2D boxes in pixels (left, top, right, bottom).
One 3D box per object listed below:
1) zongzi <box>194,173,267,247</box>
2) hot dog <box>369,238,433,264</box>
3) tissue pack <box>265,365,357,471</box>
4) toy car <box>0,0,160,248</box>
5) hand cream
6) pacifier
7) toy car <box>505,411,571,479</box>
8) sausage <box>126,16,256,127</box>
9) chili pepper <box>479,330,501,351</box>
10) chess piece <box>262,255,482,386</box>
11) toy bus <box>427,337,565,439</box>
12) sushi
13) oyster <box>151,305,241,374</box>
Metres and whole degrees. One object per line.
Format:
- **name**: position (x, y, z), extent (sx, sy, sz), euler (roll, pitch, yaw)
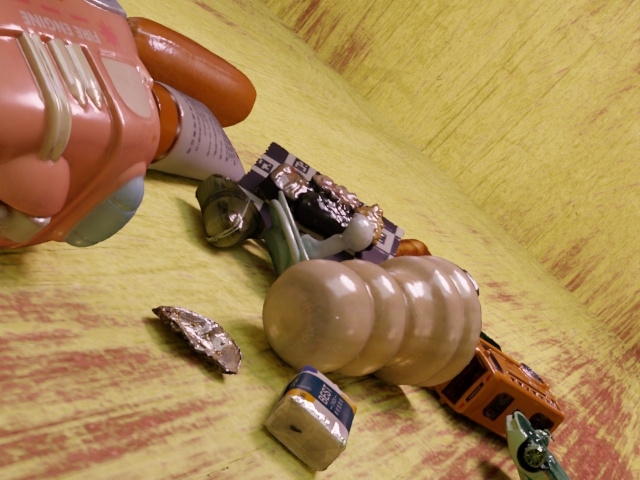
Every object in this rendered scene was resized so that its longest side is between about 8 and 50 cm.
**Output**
- **zongzi**: position (-0.083, -0.008, 1.000), extent (0.113, 0.052, 0.104), euler (48, 16, -33)
- **hot dog**: position (0.122, 0.052, 1.286), extent (0.115, 0.072, 0.269), euler (44, 15, 17)
- **tissue pack**: position (-0.005, 0.141, 0.748), extent (0.062, 0.042, 0.083), euler (44, 14, -1)
- **toy car**: position (-0.220, -0.090, 0.634), extent (0.212, 0.180, 0.270), euler (55, 17, 9)
- **hand cream**: position (-0.158, -0.127, 1.059), extent (0.140, 0.089, 0.314), euler (59, 14, 11)
- **pacifier**: position (0.000, 0.000, 1.007), extent (0.127, 0.116, 0.150), euler (66, 3, -49)
- **toy car**: position (0.250, 0.270, 1.003), extent (0.186, 0.058, 0.093), euler (56, 16, 8)
- **sausage**: position (-0.187, -0.218, 1.224), extent (0.105, 0.105, 0.274), euler (49, 15, 27)
- **chili pepper**: position (0.170, 0.134, 1.194), extent (0.122, 0.065, 0.279), euler (26, -1, 31)
- **chess piece**: position (0.043, 0.074, 0.918), extent (0.261, 0.143, 0.143), euler (11, 33, -53)
- **toy bus**: position (0.198, 0.174, 1.099), extent (0.194, 0.083, 0.088), euler (32, 15, -32)
- **sushi**: position (0.008, -0.038, 1.133), extent (0.215, 0.050, 0.192), euler (34, 36, -3)
- **oyster**: position (-0.100, 0.077, 0.743), extent (0.083, 0.019, 0.054), euler (38, 16, -21)
